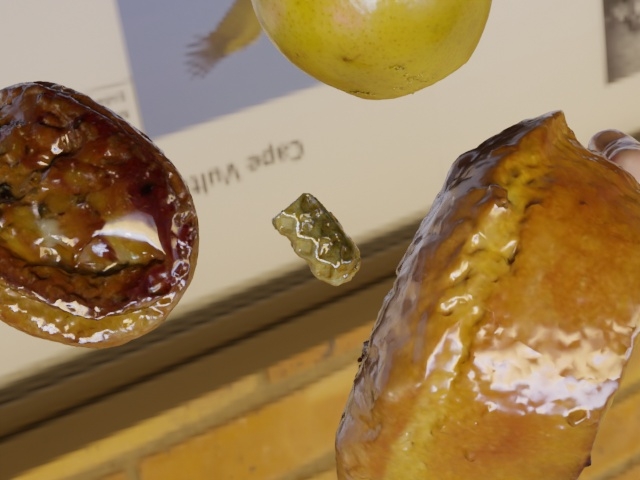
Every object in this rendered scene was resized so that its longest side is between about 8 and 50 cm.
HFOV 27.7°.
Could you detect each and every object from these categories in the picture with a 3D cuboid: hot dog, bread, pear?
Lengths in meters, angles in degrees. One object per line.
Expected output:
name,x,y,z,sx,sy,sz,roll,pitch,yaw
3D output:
hot dog,-0.316,-0.033,1.478,0.387,0.174,0.267,31,-107,26
bread,0.127,0.067,0.895,0.172,0.312,0.312,27,-148,8
bread,0.000,0.000,1.419,0.060,0.110,0.066,-37,-170,24
pear,0.055,-0.320,1.409,0.285,0.336,0.285,1,-146,-1

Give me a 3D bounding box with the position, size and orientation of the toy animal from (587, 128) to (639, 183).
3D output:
toy animal,0.344,-0.042,1.350,0.198,0.171,0.171,-15,-157,0
